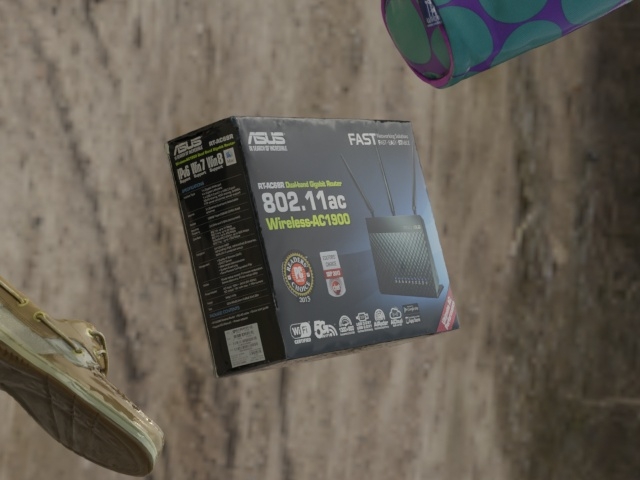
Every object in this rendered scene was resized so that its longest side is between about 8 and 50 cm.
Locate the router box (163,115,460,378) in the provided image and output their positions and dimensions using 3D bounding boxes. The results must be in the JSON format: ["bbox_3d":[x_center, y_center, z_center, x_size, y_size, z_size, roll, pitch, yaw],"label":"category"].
[{"bbox_3d":[0.000,0.000,0.588,0.122,0.038,0.092,-5,79,-54],"label":"router box"}]

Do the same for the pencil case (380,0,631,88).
[{"bbox_3d":[0.107,-0.134,0.729,0.070,0.152,0.064,67,-11,-13],"label":"pencil case"}]

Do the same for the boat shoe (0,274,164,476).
[{"bbox_3d":[-0.121,0.055,0.683,0.045,0.135,0.050,-46,165,-37],"label":"boat shoe"}]
